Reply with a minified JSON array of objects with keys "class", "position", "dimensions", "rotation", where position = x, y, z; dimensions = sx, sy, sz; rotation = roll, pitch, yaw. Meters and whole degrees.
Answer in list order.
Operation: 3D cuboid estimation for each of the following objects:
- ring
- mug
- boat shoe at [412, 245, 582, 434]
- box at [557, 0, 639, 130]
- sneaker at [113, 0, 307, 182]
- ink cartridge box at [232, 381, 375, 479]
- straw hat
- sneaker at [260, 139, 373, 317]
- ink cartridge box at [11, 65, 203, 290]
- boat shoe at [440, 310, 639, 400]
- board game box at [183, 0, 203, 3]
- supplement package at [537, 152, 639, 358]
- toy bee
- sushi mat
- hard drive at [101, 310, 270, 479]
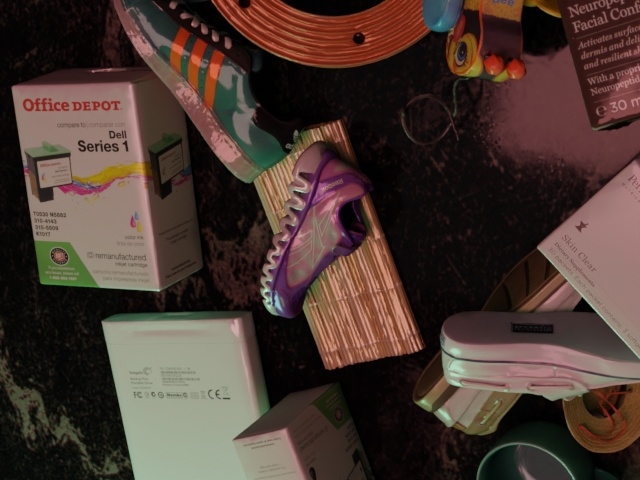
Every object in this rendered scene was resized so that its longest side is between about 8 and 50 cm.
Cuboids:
[{"class":"ring","position":[0.015,-0.366,1.501],"dimensions":[0.336,0.032,0.336],"rotation":[1,101,3]},{"class":"mug","position":[0.276,0.292,1.595],"dimensions":[0.158,0.097,0.129],"rotation":[38,119,11]},{"class":"boat shoe","position":[0.241,0.112,1.560],"dimensions":[0.103,0.113,0.302],"rotation":[36,119,-10]},{"class":"box","position":[0.331,-0.319,1.326],"dimensions":[0.191,0.143,0.381],"rotation":[-15,90,32]},{"class":"sneaker","position":[-0.133,-0.225,1.642],"dimensions":[0.121,0.108,0.302],"rotation":[-37,92,15]},{"class":"ink cartridge box","position":[-0.006,0.320,1.715],"dimensions":[0.092,0.160,0.219],"rotation":[-17,99,31]},{"class":"straw hat","position":[0.326,0.171,1.549],"dimensions":[0.061,0.144,0.144],"rotation":[-157,55,-67]},{"class":"sneaker","position":[0.000,0.000,1.631],"dimensions":[0.104,0.095,0.236],"rotation":[22,114,12]},{"class":"ink cartridge box","position":[-0.282,-0.085,1.754],"dimensions":[0.201,0.117,0.278],"rotation":[2,106,27]},{"class":"boat shoe","position":[0.262,0.133,1.463],"dimensions":[0.258,0.095,0.084],"rotation":[6,122,14]},{"class":"board game box","position":[-0.140,-0.393,1.634],"dimensions":[0.126,0.026,0.186],"rotation":[-5,104,29]},{"class":"supplement package","position":[0.393,0.033,1.388],"dimensions":[0.262,0.204,0.145],"rotation":[48,120,7]},{"class":"toy bee","position":[0.191,-0.238,1.433],"dimensions":[0.195,0.162,0.298],"rotation":[-14,114,-14]},{"class":"sushi mat","position":[0.015,0.008,1.687],"dimensions":[0.151,0.019,0.316],"rotation":[-17,98,32]},{"class":"hard drive","position":[-0.170,0.273,1.852],"dimensions":[0.233,0.047,0.353],"rotation":[-3,104,28]}]
